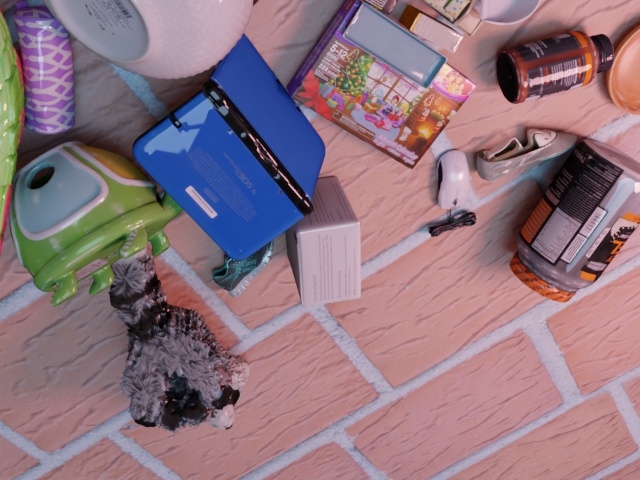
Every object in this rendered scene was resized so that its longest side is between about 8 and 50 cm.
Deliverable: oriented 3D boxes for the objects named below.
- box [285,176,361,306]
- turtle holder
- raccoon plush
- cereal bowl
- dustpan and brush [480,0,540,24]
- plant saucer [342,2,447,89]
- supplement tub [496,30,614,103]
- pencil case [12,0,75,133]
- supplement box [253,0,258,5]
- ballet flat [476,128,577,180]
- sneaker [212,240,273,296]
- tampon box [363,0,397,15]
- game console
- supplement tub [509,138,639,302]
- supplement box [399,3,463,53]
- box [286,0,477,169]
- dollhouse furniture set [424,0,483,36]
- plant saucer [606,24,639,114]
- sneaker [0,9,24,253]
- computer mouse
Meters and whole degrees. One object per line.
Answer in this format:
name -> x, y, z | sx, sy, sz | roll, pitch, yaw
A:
box -> 0.000, 0.000, 1.344 | 0.119, 0.181, 0.182 | -8, 125, -9
turtle holder -> -0.378, -0.058, 1.172 | 0.320, 0.243, 0.227 | -34, 89, 24
raccoon plush -> -0.269, 0.192, 1.450 | 0.216, 0.299, 0.446 | -6, 93, 7
cereal bowl -> -0.271, -0.353, 0.956 | 0.339, 0.141, 0.339 | 20, 149, 12
dustpan and brush -> 0.366, -0.447, 1.212 | 0.211, 0.060, 0.147 | -9, 107, -46
plant saucer -> 0.129, -0.333, 1.189 | 0.192, 0.018, 0.067 | 25, 111, -26
supplement tub -> 0.439, -0.327, 1.290 | 0.198, 0.106, 0.106 | -15, 125, -4
pencil case -> -0.445, -0.275, 1.109 | 0.088, 0.086, 0.206 | 17, 121, 16
supplement box -> -0.196, -0.448, 1.029 | 0.073, 0.130, 0.239 | -35, 125, 8
ballet flat -> 0.416, -0.187, 1.398 | 0.213, 0.072, 0.068 | -23, 121, 2
sneaker -> -0.159, 0.042, 1.406 | 0.076, 0.065, 0.166 | 31, 109, -25
tampon box -> 0.095, -0.466, 1.098 | 0.101, 0.120, 0.161 | 21, 115, -26
game console -> -0.143, -0.159, 1.203 | 0.250, 0.173, 0.293 | -35, 124, 7
supplement tub -> 0.546, -0.037, 1.457 | 0.193, 0.193, 0.316 | 16, 118, -23
supplement box -> 0.195, -0.373, 1.222 | 0.098, 0.062, 0.036 | 19, 115, -24
box -> 0.113, -0.281, 1.264 | 0.293, 0.057, 0.201 | 26, 112, -27
dollhouse furniture set -> 0.250, -0.448, 1.162 | 0.182, 0.101, 0.161 | 25, 113, -27
plant saucer -> 0.657, -0.348, 1.375 | 0.200, 0.037, 0.200 | -6, 123, -10
sneaker -> -0.551, -0.127, 1.006 | 0.202, 0.185, 0.483 | 9, 103, -25
computer mouse -> 0.276, -0.095, 1.439 | 0.106, 0.042, 0.193 | -12, 125, -6
